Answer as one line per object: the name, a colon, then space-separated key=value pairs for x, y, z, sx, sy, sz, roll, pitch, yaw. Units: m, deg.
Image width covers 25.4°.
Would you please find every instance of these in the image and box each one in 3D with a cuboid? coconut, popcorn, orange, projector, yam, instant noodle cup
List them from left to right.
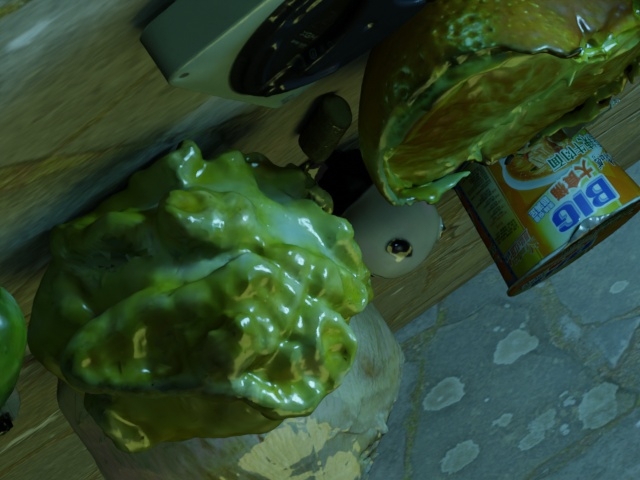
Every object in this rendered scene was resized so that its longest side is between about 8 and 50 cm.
popcorn: x=-0.115 y=0.054 z=1.342 sx=0.312 sy=0.312 sz=0.312 roll=-34 pitch=169 yaw=-7
coconut: x=-0.084 y=0.191 z=1.722 sx=0.404 sy=0.404 sz=0.404 roll=-34 pitch=169 yaw=-7
yam: x=0.005 y=-0.118 z=1.510 sx=0.043 sy=0.043 sz=0.094 roll=-29 pitch=169 yaw=-30
projector: x=0.017 y=-0.198 z=1.102 sx=0.259 sy=0.079 sz=0.257 roll=-36 pitch=170 yaw=15
orange: x=0.163 y=-0.165 z=1.386 sx=0.334 sy=0.196 sz=0.262 roll=-32 pitch=155 yaw=-38
instant noodle cup: x=0.362 y=-0.073 z=2.313 sx=0.296 sy=0.214 sz=0.296 roll=-34 pitch=169 yaw=-8

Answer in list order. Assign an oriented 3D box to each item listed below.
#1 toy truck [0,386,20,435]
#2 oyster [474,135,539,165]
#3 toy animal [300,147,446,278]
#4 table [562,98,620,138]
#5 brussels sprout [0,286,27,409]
toy truck: x=-0.395 y=0.194 z=1.593 sx=0.111 sy=0.076 sz=0.077 roll=-29 pitch=-175 yaw=-37
oyster: x=0.303 y=-0.203 z=1.879 sx=0.351 sy=0.115 sz=0.238 roll=-33 pitch=179 yaw=17
toy animal: x=0.050 y=-0.026 z=1.719 sx=0.166 sy=0.179 sz=0.138 roll=-34 pitch=158 yaw=-47
table: x=0.402 y=-0.216 z=2.182 sx=0.083 sy=0.079 sz=0.062 roll=-30 pitch=170 yaw=-34
brussels sprout: x=-0.336 y=0.104 z=1.201 sx=0.180 sy=0.144 sz=0.161 roll=-47 pitch=-157 yaw=3
